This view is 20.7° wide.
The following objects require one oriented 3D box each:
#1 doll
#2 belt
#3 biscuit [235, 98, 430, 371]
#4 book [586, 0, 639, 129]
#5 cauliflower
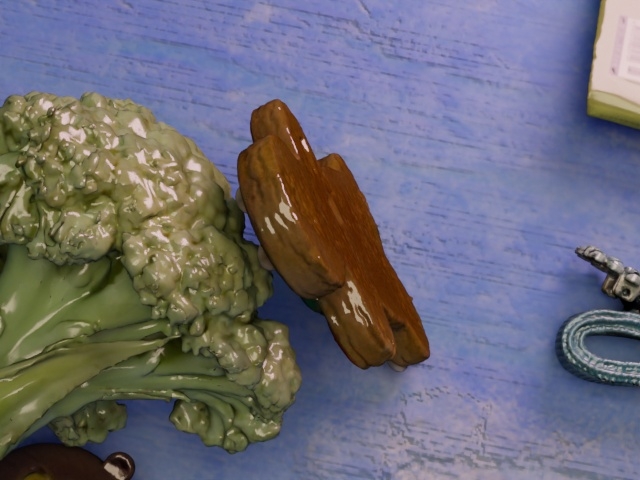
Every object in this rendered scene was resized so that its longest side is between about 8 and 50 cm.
[{"bbox_3d":[-0.192,0.234,1.255,0.145,0.096,0.188,16,89,8],"label":"doll"},{"bbox_3d":[0.270,0.072,1.325,0.179,0.065,0.100,14,88,-2],"label":"belt"},{"bbox_3d":[0.000,0.000,1.208,0.049,0.301,0.197,-28,78,9],"label":"biscuit"},{"bbox_3d":[0.387,-0.161,1.362,0.352,0.035,0.239,14,66,-1],"label":"book"},{"bbox_3d":[-0.173,0.041,1.182,0.281,0.260,0.327,-47,74,5],"label":"cauliflower"}]
